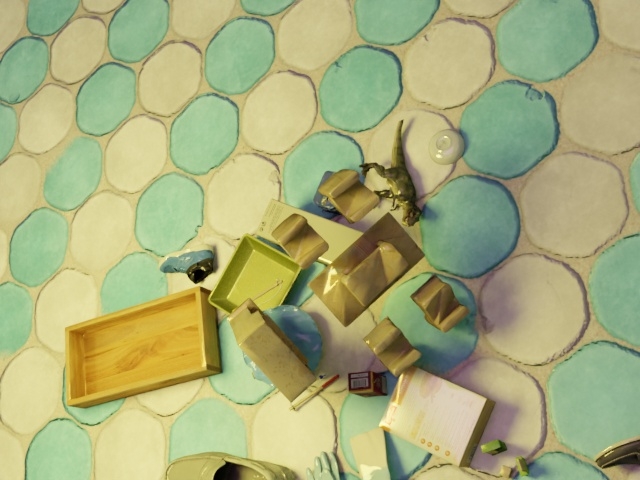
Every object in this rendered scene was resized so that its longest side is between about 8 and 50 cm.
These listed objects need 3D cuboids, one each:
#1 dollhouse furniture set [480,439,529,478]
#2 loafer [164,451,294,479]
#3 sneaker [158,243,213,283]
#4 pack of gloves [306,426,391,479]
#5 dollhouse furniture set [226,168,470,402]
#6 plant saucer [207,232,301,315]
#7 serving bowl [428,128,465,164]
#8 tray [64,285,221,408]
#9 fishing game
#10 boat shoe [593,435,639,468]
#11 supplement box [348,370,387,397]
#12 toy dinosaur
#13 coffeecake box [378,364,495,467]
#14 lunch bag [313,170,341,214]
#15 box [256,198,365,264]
[{"bbox_3d":[0.355,0.454,1.599,0.076,0.058,0.152,-25,64,19],"label":"dollhouse furniture set"},{"bbox_3d":[-0.213,0.514,1.843,0.319,0.111,0.112,-6,71,26],"label":"loafer"},{"bbox_3d":[-0.329,0.070,2.078,0.152,0.058,0.085,-18,58,14],"label":"sneaker"},{"bbox_3d":[0.066,0.518,1.726,0.195,0.046,0.232,-26,42,19],"label":"pack of gloves"},{"bbox_3d":[0.021,0.112,1.729,0.394,0.256,0.362,-42,101,-4],"label":"dollhouse furniture set"},{"bbox_3d":[-0.145,0.104,1.979,0.188,0.045,0.188,28,88,31],"label":"plant saucer"},{"bbox_3d":[0.275,-0.210,1.874,0.083,0.027,0.083,-9,71,26],"label":"serving bowl"},{"bbox_3d":[-0.438,0.265,2.064,0.410,0.076,0.203,-18,67,23],"label":"tray"},{"bbox_3d":[-0.084,0.236,1.887,0.189,0.041,0.264,-37,79,7],"label":"fishing game"},{"bbox_3d":[0.588,0.375,1.495,0.206,0.075,0.065,-22,62,15],"label":"boat shoe"},{"bbox_3d":[0.099,0.300,1.767,0.055,0.083,0.043,-10,69,24],"label":"supplement box"},{"bbox_3d":[0.154,-0.135,1.897,0.118,0.064,0.268,-15,65,16],"label":"toy dinosaur"},{"bbox_3d":[0.231,0.347,1.692,0.185,0.068,0.142,21,85,31],"label":"coffeecake box"},{"bbox_3d":[0.027,-0.107,1.947,0.067,0.065,0.098,17,82,31],"label":"lunch bag"},{"bbox_3d":[0.000,0.000,1.901,0.275,0.113,0.094,22,85,32],"label":"box"}]
